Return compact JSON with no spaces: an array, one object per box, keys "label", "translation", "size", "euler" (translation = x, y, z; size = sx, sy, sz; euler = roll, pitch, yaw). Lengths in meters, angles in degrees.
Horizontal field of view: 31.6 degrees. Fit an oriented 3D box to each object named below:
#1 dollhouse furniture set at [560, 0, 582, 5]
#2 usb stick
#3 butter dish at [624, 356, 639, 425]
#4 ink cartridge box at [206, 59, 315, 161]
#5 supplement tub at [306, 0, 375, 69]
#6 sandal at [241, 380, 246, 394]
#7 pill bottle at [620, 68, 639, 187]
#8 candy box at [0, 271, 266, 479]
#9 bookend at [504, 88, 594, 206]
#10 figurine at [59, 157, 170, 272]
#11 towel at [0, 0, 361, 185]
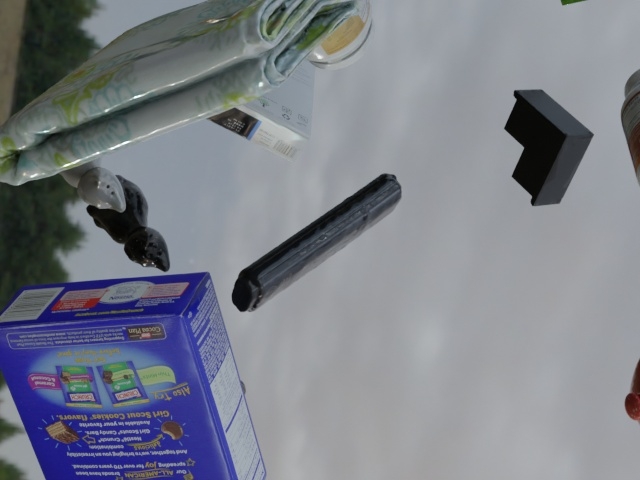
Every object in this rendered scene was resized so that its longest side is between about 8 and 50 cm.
[{"label":"dollhouse furniture set","translation":[0.498,-0.552,2.261],"size":[0.151,0.059,0.076],"euler":[66,33,-33]},{"label":"usb stick","translation":[0.000,0.000,1.413],"size":[0.045,0.278,0.077],"euler":[47,-34,12]},{"label":"butter dish","translation":[0.437,0.199,1.415],"size":[0.160,0.118,0.159],"euler":[-119,-155,-52]},{"label":"ink cartridge box","translation":[-0.093,-0.273,1.885],"size":[0.065,0.165,0.332],"euler":[-54,-162,33]},{"label":"supplement tub","translation":[-0.008,-0.357,1.680],"size":[0.199,0.144,0.144],"euler":[47,38,-58]},{"label":"sandal","translation":[-0.221,0.287,2.083],"size":[0.090,0.219,0.060],"euler":[-34,-118,22]},{"label":"pill bottle","translation":[0.510,-0.162,1.661],"size":[0.216,0.121,0.121],"euler":[-87,-166,-47]},{"label":"candy box","translation":[-0.235,0.209,1.425],"size":[0.122,0.268,0.317],"euler":[-61,143,-60]},{"label":"bookend","translation":[0.401,-0.172,2.085],"size":[0.156,0.072,0.157],"euler":[50,-46,39]},{"label":"figurine","translation":[-0.316,-0.064,1.705],"size":[0.209,0.092,0.215],"euler":[43,-11,50]},{"label":"towel","translation":[-0.154,-0.198,1.246],"size":[0.090,0.374,0.320],"euler":[65,29,-17]}]
